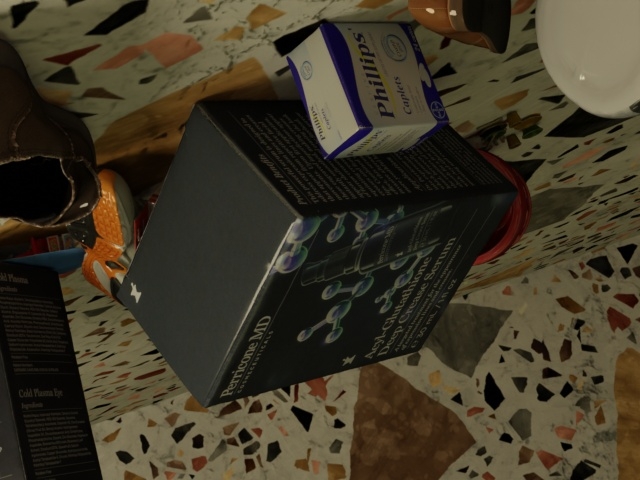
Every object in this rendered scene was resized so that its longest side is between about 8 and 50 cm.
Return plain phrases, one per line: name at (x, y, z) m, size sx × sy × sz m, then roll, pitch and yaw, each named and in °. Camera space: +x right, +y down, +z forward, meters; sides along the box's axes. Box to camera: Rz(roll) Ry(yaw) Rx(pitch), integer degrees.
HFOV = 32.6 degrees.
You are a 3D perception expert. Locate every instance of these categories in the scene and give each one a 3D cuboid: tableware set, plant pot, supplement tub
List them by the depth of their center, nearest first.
supplement tub at (0.424, -0.257, 1.202) m, size 0.338 × 0.207 × 0.207 m, roll -14°, pitch 165°, yaw -29°
tableware set at (0.310, -0.174, 1.758) m, size 0.104 × 0.024 × 0.154 m, roll -24°, pitch 166°, yaw 11°
plant pot at (0.254, -0.056, 1.795) m, size 0.191 × 0.191 × 0.174 m, roll -27°, pitch 172°, yaw 23°

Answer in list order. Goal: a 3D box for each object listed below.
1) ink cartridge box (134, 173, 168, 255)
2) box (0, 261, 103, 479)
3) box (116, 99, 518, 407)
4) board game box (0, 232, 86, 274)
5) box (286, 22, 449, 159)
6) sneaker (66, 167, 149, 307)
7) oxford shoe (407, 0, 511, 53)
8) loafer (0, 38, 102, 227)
ink cartridge box at (-0.193, -0.033, 1.351) m, size 0.115 × 0.029 × 0.062 m, roll -63°, pitch 165°, yaw -46°
box at (-0.497, 0.226, 1.428) m, size 0.343 × 0.312 × 0.179 m, roll -18°, pitch 169°, yaw 16°
box at (0.000, 0.000, 1.360) m, size 0.396 × 0.212 × 0.293 m, roll -8°, pitch 136°, yaw -44°
board game box at (-0.388, 0.022, 1.458) m, size 0.169 × 0.033 × 0.133 m, roll -10°, pitch 168°, yaw -20°
box at (0.052, -0.163, 1.181) m, size 0.137 × 0.126 × 0.072 m, roll -10°, pitch 164°, yaw -40°
sneaker at (-0.250, -0.027, 1.388) m, size 0.121 × 0.099 × 0.262 m, roll -54°, pitch 167°, yaw -28°
oxford shoe at (0.156, -0.247, 1.179) m, size 0.076 × 0.076 × 0.212 m, roll 6°, pitch -178°, yaw 27°
loafer at (-0.293, -0.063, 1.043) m, size 0.134 × 0.130 × 0.366 m, roll -21°, pitch 167°, yaw 0°
